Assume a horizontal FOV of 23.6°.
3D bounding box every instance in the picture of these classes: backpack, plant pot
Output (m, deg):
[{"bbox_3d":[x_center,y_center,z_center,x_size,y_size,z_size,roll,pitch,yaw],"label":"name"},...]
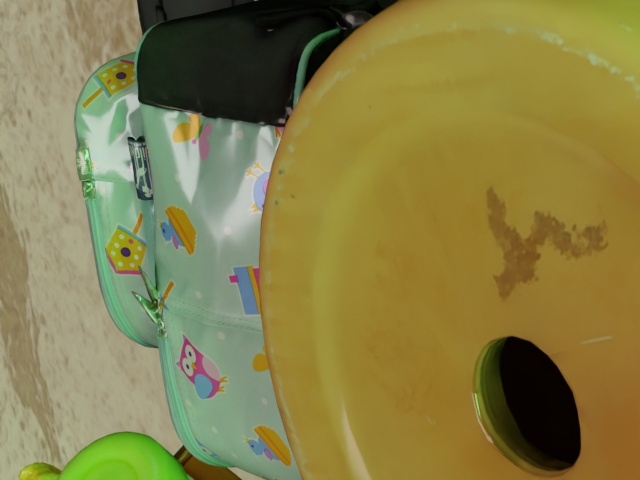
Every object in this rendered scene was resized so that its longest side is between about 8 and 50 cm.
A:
[{"bbox_3d":[0.000,0.000,0.584,0.144,0.166,0.188,2,108,35],"label":"backpack"},{"bbox_3d":[0.120,0.015,0.418,0.291,0.203,0.291,27,126,44],"label":"plant pot"}]

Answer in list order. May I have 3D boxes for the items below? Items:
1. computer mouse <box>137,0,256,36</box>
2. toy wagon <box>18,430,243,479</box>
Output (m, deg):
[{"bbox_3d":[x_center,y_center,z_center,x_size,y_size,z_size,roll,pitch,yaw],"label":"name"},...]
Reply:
[{"bbox_3d":[-0.032,-0.067,0.697,0.184,0.060,0.262,43,136,33],"label":"computer mouse"},{"bbox_3d":[-0.009,0.169,0.658,0.344,0.068,0.267,31,166,42],"label":"toy wagon"}]
